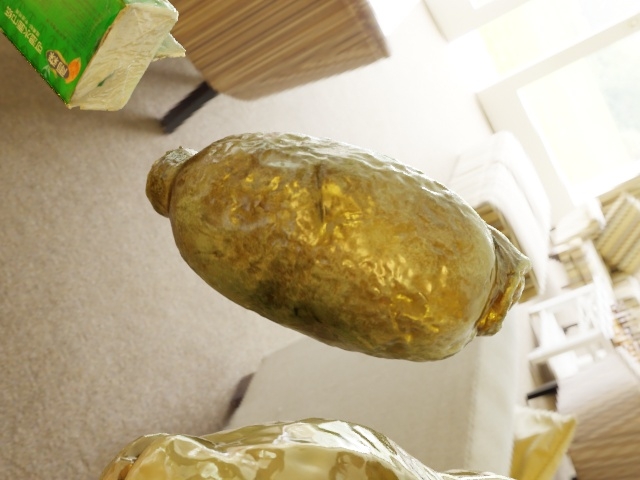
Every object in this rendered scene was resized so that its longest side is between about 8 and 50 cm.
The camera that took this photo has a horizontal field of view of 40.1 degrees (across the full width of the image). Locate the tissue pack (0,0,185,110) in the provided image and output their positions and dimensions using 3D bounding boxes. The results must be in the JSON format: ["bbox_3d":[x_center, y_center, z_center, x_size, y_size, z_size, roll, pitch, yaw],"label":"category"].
[{"bbox_3d":[-0.268,-0.270,1.003,0.209,0.148,0.156,46,24,15],"label":"tissue pack"}]

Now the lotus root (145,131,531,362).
[{"bbox_3d":[-0.001,0.001,0.749,0.175,0.349,0.175,18,90,-78],"label":"lotus root"}]

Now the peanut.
[{"bbox_3d":[0.020,0.150,0.395,0.290,0.130,0.130,29,42,-38],"label":"peanut"}]
